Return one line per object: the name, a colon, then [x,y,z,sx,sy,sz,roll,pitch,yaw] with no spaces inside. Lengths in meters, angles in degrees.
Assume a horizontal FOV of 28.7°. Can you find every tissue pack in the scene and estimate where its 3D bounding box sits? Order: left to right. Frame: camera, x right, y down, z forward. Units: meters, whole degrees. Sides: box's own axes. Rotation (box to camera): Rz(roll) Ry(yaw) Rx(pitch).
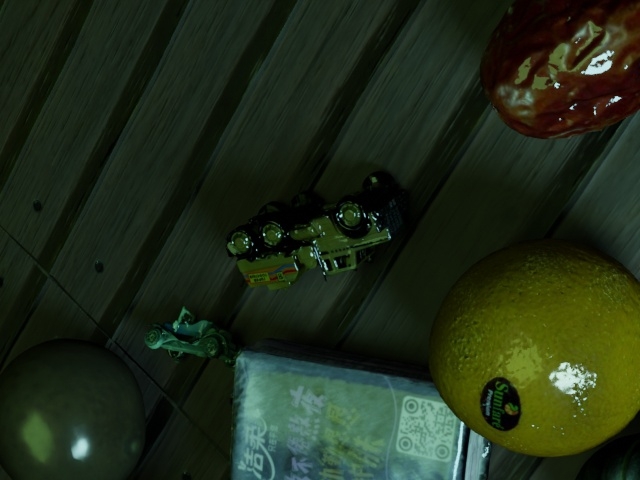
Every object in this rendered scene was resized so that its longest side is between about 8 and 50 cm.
tissue pack: [0.048,0.288,1.730,0.361,0.122,0.259,7,97,25]

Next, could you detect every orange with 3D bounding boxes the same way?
orange: [0.268,0.128,1.512,0.274,0.274,0.274,4,97,32]

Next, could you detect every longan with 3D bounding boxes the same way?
longan: [-0.392,0.282,1.957,0.258,0.258,0.258,4,97,32]

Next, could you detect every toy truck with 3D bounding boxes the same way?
toy truck: [-0.185,0.147,1.920,0.154,0.080,0.078,5,71,32]
toy truck: [0.000,-0.005,1.756,0.257,0.127,0.127,-18,100,32]

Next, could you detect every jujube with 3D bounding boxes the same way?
jujube: [0.327,-0.241,1.489,0.290,0.197,0.197,-34,76,15]

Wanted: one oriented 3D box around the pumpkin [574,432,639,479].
pumpkin: [0.416,0.325,1.468,0.250,0.250,0.216,0,53,32]
